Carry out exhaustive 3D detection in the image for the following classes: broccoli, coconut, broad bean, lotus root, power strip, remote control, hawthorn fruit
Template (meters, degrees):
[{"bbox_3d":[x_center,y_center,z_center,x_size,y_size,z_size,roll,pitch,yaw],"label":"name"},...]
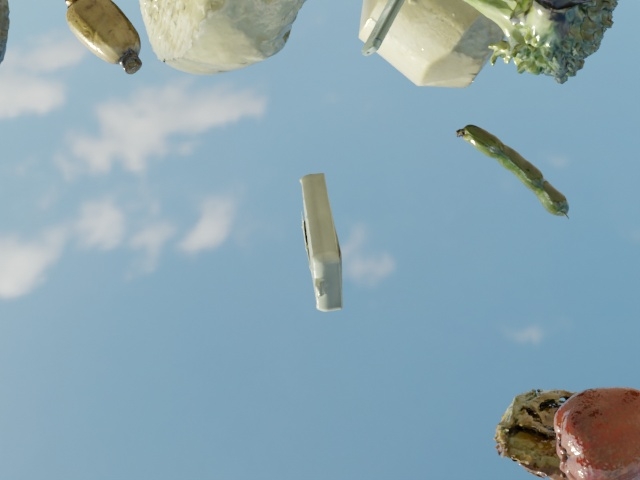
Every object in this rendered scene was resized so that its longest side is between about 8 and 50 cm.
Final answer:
[{"bbox_3d":[0.222,-0.319,1.488,0.243,0.263,0.247,12,-164,5],"label":"broccoli"},{"bbox_3d":[0.211,-0.441,2.428,0.323,0.323,0.323,-4,-154,2],"label":"coconut"},{"bbox_3d":[0.339,-0.121,2.285,0.053,0.256,0.052,-39,-157,38],"label":"broad bean"},{"bbox_3d":[-0.277,-0.274,1.686,0.152,0.063,0.072,45,-144,9],"label":"lotus root"},{"bbox_3d":[0.000,0.000,1.535,0.035,0.081,0.192,-6,-144,-3],"label":"power strip"},{"bbox_3d":[0.107,-0.367,2.245,0.124,0.018,0.053,-63,-163,-19],"label":"remote control"},{"bbox_3d":[0.355,0.239,1.615,0.137,0.133,0.133,-15,-153,-3],"label":"hawthorn fruit"}]

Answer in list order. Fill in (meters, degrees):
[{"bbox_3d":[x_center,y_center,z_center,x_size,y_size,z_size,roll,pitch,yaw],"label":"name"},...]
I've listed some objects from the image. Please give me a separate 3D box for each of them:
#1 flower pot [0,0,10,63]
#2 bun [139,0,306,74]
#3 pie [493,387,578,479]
[{"bbox_3d":[-0.536,-0.250,1.493,0.299,0.299,0.282,-25,-156,-35],"label":"flower pot"},{"bbox_3d":[-0.133,-0.408,1.967,0.211,0.360,0.359,-3,-158,-29],"label":"bun"},{"bbox_3d":[0.407,0.317,2.061,0.308,0.086,0.308,14,-160,-5],"label":"pie"}]
